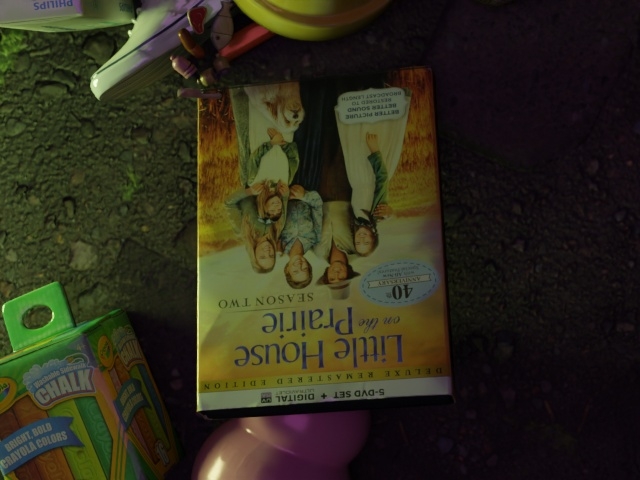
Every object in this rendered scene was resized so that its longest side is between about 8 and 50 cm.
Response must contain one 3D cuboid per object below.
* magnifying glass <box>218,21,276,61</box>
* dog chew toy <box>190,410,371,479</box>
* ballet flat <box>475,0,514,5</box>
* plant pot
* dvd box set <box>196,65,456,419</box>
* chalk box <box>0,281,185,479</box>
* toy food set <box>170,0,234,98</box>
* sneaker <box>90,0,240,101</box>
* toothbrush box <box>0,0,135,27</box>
[{"bbox_3d":[-0.029,-0.295,1.645,0.231,0.026,0.092,-28,92,11],"label":"magnifying glass"},{"bbox_3d":[-0.031,0.236,1.627,0.206,0.206,0.332,23,92,5],"label":"dog chew toy"},{"bbox_3d":[0.301,-0.345,1.581,0.250,0.058,0.084,-21,61,5],"label":"ballet flat"},{"bbox_3d":[0.004,-0.377,1.492,0.254,0.239,0.254,0,88,-6],"label":"plant pot"},{"bbox_3d":[0.000,0.000,1.570,0.307,0.062,0.420,-4,70,9],"label":"dvd box set"},{"bbox_3d":[-0.326,0.203,1.669,0.180,0.179,0.289,-23,93,10],"label":"chalk box"},{"bbox_3d":[-0.147,-0.236,1.596,0.078,0.019,0.122,1,104,-11],"label":"toy food set"},{"bbox_3d":[-0.198,-0.280,1.646,0.258,0.094,0.091,-37,81,2],"label":"sneaker"},{"bbox_3d":[-0.330,-0.410,1.577,0.126,0.216,0.295,-4,96,9],"label":"toothbrush box"}]
